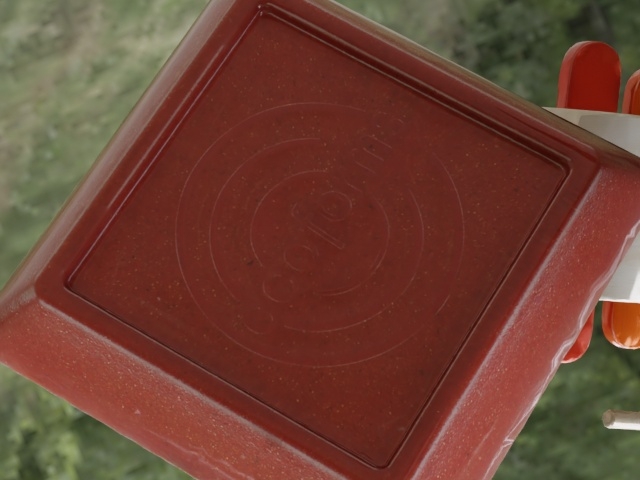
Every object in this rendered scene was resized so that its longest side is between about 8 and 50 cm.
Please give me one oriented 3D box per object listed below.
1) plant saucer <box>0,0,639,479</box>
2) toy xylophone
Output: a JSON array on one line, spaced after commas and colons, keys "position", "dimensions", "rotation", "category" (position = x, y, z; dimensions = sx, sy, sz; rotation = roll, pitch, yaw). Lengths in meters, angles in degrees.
[{"position": [0.000, 0.000, 0.914], "dimensions": [0.258, 0.259, 0.048], "rotation": [-56, 165, -18], "category": "plant saucer"}, {"position": [0.251, 0.012, 1.210], "dimensions": [0.322, 0.236, 0.081], "rotation": [13, 179, -27], "category": "toy xylophone"}]
